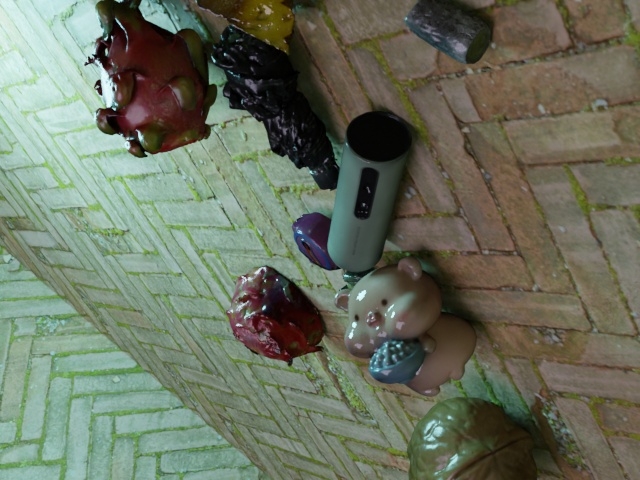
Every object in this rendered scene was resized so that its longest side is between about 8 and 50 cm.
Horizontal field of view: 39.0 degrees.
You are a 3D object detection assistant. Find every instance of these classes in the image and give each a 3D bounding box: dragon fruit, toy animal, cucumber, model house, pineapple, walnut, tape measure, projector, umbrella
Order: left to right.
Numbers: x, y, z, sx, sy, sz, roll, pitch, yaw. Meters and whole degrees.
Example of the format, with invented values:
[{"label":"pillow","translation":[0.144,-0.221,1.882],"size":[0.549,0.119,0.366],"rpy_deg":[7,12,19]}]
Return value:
[{"label":"dragon fruit","translation":[-0.319,-0.296,1.643],"size":[0.307,0.227,0.243],"rpy_deg":[36,117,27]},{"label":"pineapple","translation":[-0.109,-0.416,1.360],"size":[0.249,0.140,0.164],"rpy_deg":[29,110,0]},{"label":"dragon fruit","translation":[-0.115,0.182,2.096],"size":[0.274,0.161,0.126],"rpy_deg":[43,155,9]},{"label":"umbrella","translation":[-0.072,-0.217,1.530],"size":[0.154,0.128,0.337],"rpy_deg":[49,174,45]},{"label":"tape measure","translation":[0.000,0.000,1.784],"size":[0.125,0.074,0.118],"rpy_deg":[21,150,48]},{"label":"model house","translation":[0.073,0.091,1.813],"size":[0.078,0.066,0.083],"rpy_deg":[20,143,37]},{"label":"projector","translation":[0.078,-0.074,1.539],"size":[0.108,0.108,0.338],"rpy_deg":[36,152,17]},{"label":"toy animal","translation":[0.170,0.161,1.665],"size":[0.221,0.230,0.210],"rpy_deg":[17,140,-40]},{"label":"cucumber","translation":[0.166,-0.280,1.186],"size":[0.112,0.064,0.064],"rpy_deg":[37,152,20]},{"label":"walnut","translation":[0.301,0.456,1.787],"size":[0.251,0.277,0.313],"rpy_deg":[2,153,-1]}]
